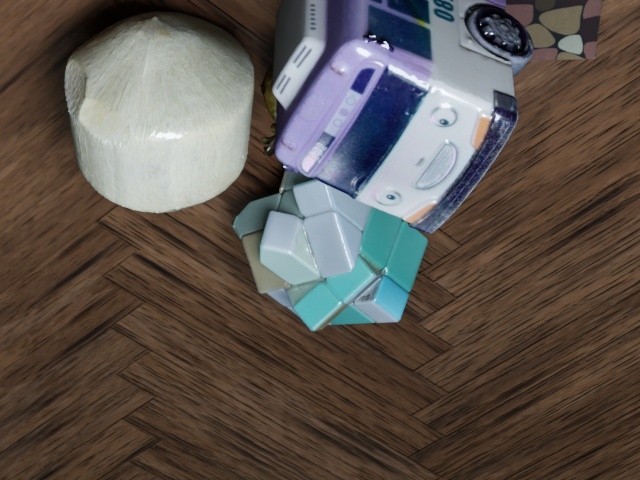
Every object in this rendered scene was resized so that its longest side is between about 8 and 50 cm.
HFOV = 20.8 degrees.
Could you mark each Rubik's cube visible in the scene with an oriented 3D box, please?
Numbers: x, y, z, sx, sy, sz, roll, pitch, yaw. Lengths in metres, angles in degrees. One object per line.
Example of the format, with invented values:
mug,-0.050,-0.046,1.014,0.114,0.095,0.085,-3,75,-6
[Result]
Rubik's cube,0.000,0.000,2.351,0.224,0.265,0.213,-6,145,45

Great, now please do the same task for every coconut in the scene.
coconut,-0.200,-0.175,2.173,0.237,0.237,0.266,3,144,-5

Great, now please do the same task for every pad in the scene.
pad,0.278,-0.314,2.192,0.158,0.003,0.235,-1,138,1

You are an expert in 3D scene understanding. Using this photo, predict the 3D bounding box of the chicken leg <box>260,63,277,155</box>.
chicken leg,0.083,-0.194,2.244,0.361,0.140,0.211,2,129,-36

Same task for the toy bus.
toy bus,0.078,-0.247,1.943,0.249,0.440,0.209,19,134,-18
